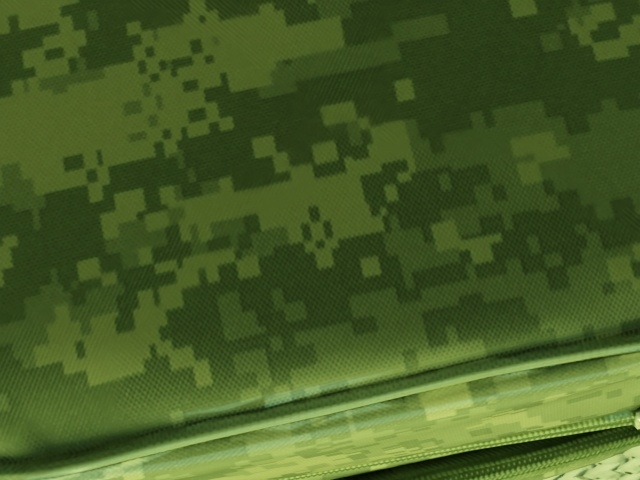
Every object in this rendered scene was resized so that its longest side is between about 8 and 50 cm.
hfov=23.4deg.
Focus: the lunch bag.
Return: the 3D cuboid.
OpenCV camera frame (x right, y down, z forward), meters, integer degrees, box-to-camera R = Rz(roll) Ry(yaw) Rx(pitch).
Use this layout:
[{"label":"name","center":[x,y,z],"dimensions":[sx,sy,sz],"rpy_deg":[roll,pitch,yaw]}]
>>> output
[{"label":"lunch bag","center":[0.000,0.000,0.565],"dimensions":[0.305,0.212,0.256],"rpy_deg":[-12,162,-5]}]
